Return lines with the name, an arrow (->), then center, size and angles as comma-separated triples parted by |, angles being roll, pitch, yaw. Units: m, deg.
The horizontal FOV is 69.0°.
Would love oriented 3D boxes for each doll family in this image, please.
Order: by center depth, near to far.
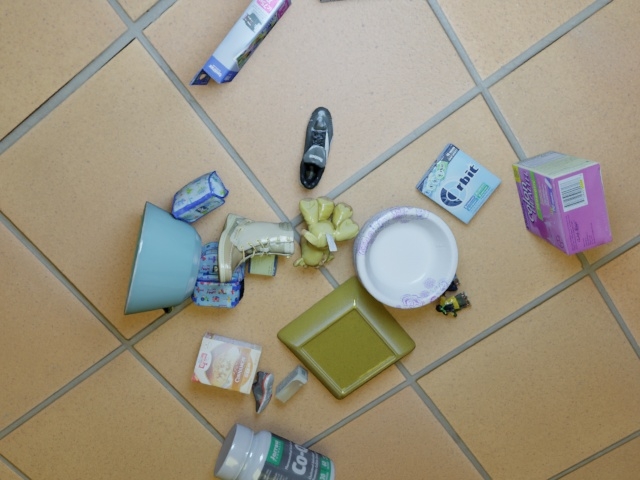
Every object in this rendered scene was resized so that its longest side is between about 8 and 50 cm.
doll family -> 0.385, 0.166, 1.432 | 0.111, 0.076, 0.192 | -27, 101, 12

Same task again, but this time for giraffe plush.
giraffe plush -> 0.000, 0.000, 1.334 | 0.182, 0.210, 0.170 | 15, 137, -11

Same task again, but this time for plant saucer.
plant saucer -> 0.086, 0.334, 1.474 | 0.333, 0.081, 0.332 | -38, 105, 10

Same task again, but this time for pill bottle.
pill bottle -> -0.152, 0.758, 1.540 | 0.361, 0.204, 0.204 | 28, 105, -10

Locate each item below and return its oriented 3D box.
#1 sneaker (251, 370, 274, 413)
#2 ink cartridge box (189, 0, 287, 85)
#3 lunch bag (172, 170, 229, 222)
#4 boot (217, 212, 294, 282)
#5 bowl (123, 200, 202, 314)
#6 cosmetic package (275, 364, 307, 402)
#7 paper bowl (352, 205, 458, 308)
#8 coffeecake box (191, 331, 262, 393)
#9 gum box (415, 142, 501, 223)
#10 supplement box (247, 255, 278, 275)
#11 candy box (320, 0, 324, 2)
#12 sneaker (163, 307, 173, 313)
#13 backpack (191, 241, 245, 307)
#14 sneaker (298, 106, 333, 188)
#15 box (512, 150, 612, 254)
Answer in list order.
sneaker -> -0.198, 0.497, 1.542 | 0.065, 0.061, 0.157 | 20, 107, 21
ink cartridge box -> -0.191, -0.488, 1.147 | 0.065, 0.185, 0.311 | 42, 103, -15
lunch bag -> -0.332, -0.117, 1.282 | 0.129, 0.151, 0.096 | -30, 106, 7
boot -> -0.172, 0.023, 1.279 | 0.204, 0.262, 0.095 | 7, 124, -5
bowl -> -0.427, 0.060, 1.281 | 0.163, 0.311, 0.311 | 12, 108, -21
cosmetic package -> -0.094, 0.469, 1.524 | 0.041, 0.060, 0.115 | 41, 104, -13
paper bowl -> 0.233, 0.043, 1.331 | 0.285, 0.148, 0.284 | 0, 96, -5
coffeecake box -> -0.294, 0.387, 1.472 | 0.186, 0.068, 0.142 | 15, 92, -6
gum box -> 0.395, -0.163, 1.339 | 0.184, 0.041, 0.157 | 32, 105, -12
supplement box -> -0.169, 0.055, 1.390 | 0.083, 0.056, 0.083 | 7, 107, -3
candy box -> 0.086, -0.691, 1.148 | 0.197, 0.070, 0.164 | -6, 108, 0
sneaker -> -0.481, 0.189, 1.438 | 0.031, 0.035, 0.083 | -25, 107, 6
backpack -> -0.299, 0.098, 1.371 | 0.158, 0.117, 0.173 | 9, 106, -3
sneaker -> -0.010, -0.243, 1.271 | 0.078, 0.106, 0.234 | 11, 107, -6
box -> 0.642, -0.110, 1.255 | 0.117, 0.243, 0.213 | -19, 108, 5
